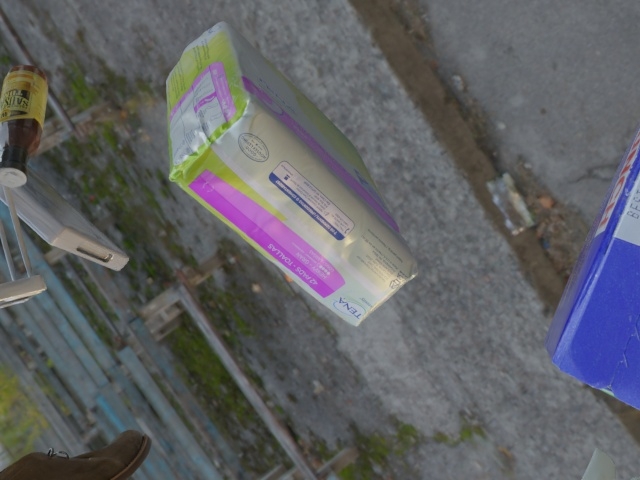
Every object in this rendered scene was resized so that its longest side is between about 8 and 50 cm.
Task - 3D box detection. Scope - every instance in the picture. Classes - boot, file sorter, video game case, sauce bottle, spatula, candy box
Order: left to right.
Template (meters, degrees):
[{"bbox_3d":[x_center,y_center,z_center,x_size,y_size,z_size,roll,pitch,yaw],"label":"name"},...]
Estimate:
[{"bbox_3d":[-0.481,0.017,0.888,0.193,0.278,0.173,-15,90,63],"label":"file sorter"},{"bbox_3d":[-0.454,-0.088,1.188,0.329,0.036,0.300,40,175,8],"label":"video game case"},{"bbox_3d":[-0.271,-0.104,0.713,0.042,0.042,0.128,81,178,-52],"label":"sauce bottle"},{"bbox_3d":[-0.324,0.302,1.017,0.115,0.112,0.305,49,-160,3],"label":"boot"},{"bbox_3d":[0.443,0.455,1.173,0.168,0.242,0.019,31,156,6],"label":"spatula"},{"bbox_3d":[0.265,-0.014,0.564,0.122,0.268,0.317,24,-178,17],"label":"candy box"}]

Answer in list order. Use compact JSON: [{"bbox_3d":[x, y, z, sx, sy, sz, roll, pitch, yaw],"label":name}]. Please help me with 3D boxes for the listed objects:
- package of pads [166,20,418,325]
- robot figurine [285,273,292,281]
[{"bbox_3d":[-0.043,-0.080,0.764,0.229,0.101,0.296,41,-166,-26],"label":"package of pads"},{"bbox_3d":[-0.001,-0.002,1.743,0.158,0.219,0.128,43,165,51],"label":"robot figurine"}]
